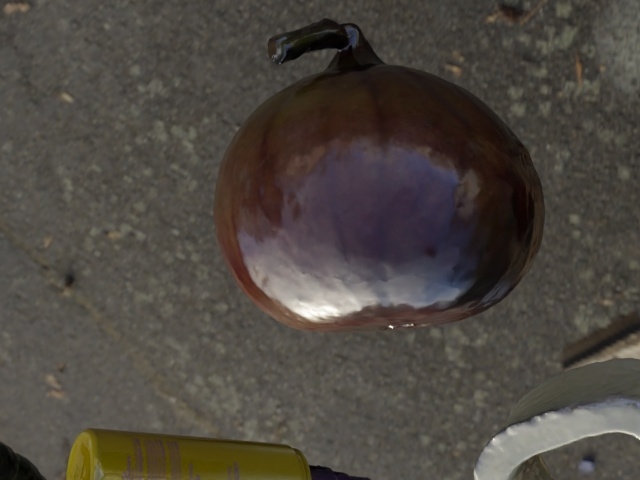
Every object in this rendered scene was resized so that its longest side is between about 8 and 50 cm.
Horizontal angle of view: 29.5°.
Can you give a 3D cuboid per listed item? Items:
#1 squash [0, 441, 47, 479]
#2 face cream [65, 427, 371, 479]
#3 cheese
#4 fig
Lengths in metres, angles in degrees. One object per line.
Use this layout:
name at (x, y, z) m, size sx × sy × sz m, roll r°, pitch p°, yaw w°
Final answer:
squash at (-0.362, 0.318, 1.238) m, size 0.165 × 0.252 × 0.252 m, roll -33°, pitch 114°, yaw 20°
face cream at (-0.073, 0.207, 1.028) m, size 0.273 × 0.078 × 0.078 m, roll 9°, pitch 139°, yaw -27°
cheese at (0.388, 0.324, 1.645) m, size 0.332 × 0.153 × 0.292 m, roll -36°, pitch 90°, yaw 36°
fig at (0.045, -0.031, 0.854) m, size 0.235 × 0.215 × 0.235 m, roll 15°, pitch 159°, yaw 6°
